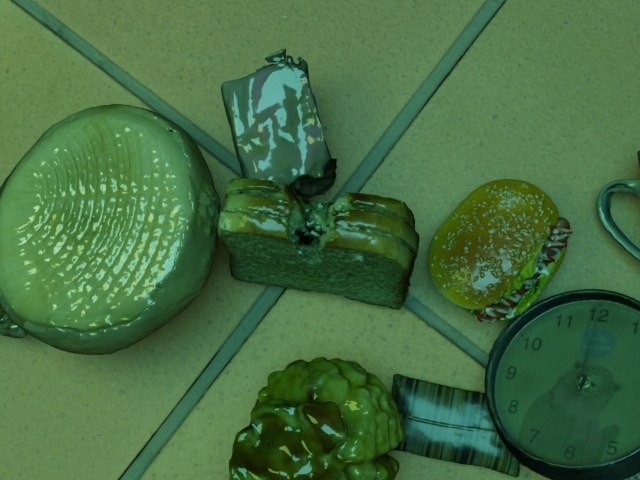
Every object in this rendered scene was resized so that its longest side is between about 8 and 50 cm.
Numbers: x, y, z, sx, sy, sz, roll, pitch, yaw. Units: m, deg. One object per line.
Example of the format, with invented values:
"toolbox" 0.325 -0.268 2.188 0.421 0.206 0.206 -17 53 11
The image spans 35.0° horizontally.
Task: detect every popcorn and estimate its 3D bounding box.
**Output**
"popcorn" -0.007 0.290 1.389 0.224 0.270 0.258 31 41 6

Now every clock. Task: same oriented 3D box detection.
"clock" 0.358 0.191 1.381 0.280 0.055 0.281 -15 52 20

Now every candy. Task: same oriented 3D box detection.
"candy" -0.059 -0.153 1.480 0.137 0.185 0.195 -16 80 -1

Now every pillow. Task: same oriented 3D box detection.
"pillow" 0.194 0.266 1.465 0.203 0.038 0.113 10 83 8

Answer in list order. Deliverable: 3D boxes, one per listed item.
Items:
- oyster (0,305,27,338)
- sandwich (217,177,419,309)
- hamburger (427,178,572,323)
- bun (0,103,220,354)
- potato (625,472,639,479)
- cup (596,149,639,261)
"oyster" -0.638 0.101 1.543 0.395 0.111 0.204 -16 77 7
"sandwich" 0.000 0.002 1.417 0.273 0.249 0.095 9 70 6
"hamburger" 0.256 0.013 1.457 0.173 0.116 0.210 41 87 12
"bun" -0.291 -0.005 1.465 0.364 0.202 0.365 -8 69 21
"potato" 0.473 0.288 1.385 0.191 0.141 0.296 44 91 12
"cup" 0.520 -0.024 1.424 0.258 0.186 0.234 -8 89 34
